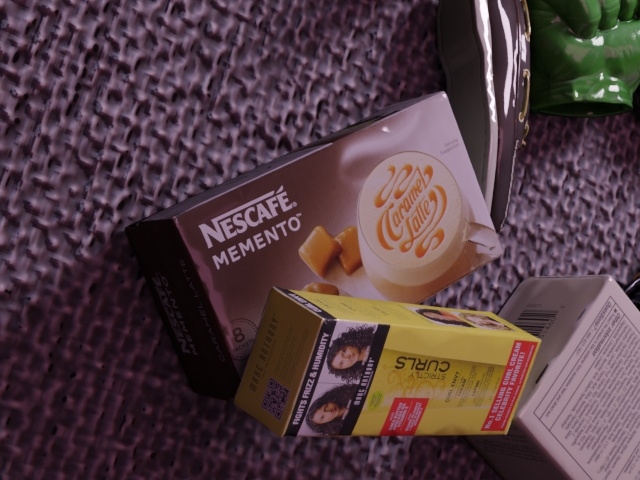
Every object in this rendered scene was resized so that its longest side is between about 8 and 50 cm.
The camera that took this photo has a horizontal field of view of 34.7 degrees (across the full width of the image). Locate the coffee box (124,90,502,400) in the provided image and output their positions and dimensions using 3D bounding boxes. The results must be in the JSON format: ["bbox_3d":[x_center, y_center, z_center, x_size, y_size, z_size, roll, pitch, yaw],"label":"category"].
[{"bbox_3d":[0.000,0.000,0.767,0.247,0.098,0.141,-26,101,-29],"label":"coffee box"}]

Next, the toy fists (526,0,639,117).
[{"bbox_3d":[0.305,-0.189,0.959,0.279,0.096,0.142,-1,87,-29],"label":"toy fists"}]

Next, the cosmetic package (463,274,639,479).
[{"bbox_3d":[0.264,0.190,0.904,0.309,0.113,0.160,49,66,-19],"label":"cosmetic package"}]

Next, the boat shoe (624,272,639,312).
[{"bbox_3d":[0.329,0.041,0.975,0.083,0.065,0.183,20,80,-32],"label":"boat shoe"}]

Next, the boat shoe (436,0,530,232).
[{"bbox_3d":[0.146,-0.112,0.868,0.069,0.081,0.227,3,83,-26],"label":"boat shoe"}]

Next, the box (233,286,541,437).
[{"bbox_3d":[0.054,0.090,0.717,0.232,0.058,0.087,11,102,-44],"label":"box"}]
